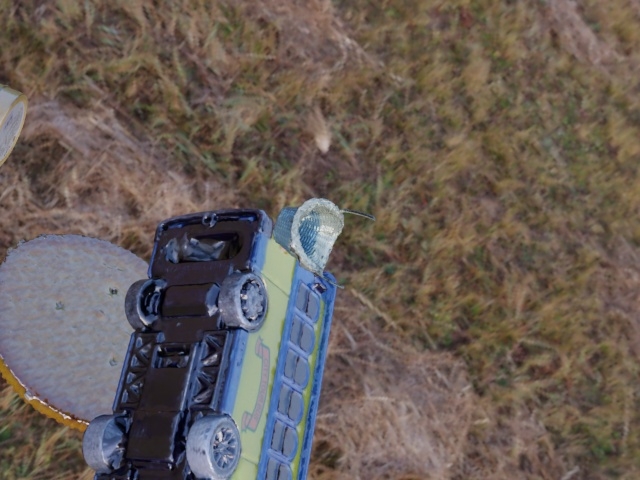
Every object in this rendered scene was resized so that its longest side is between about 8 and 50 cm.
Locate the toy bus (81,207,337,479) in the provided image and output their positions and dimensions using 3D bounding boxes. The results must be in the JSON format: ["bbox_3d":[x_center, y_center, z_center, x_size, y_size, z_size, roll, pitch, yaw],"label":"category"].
[{"bbox_3d":[-0.094,0.130,0.816,0.175,0.138,0.287,45,48,-50],"label":"toy bus"}]

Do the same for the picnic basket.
[{"bbox_3d":[0.000,0.000,0.731,0.065,0.083,0.083,-66,155,-12],"label":"picnic basket"}]

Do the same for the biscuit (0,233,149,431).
[{"bbox_3d":[-0.292,0.115,1.129,0.305,0.038,0.305,27,38,-23],"label":"biscuit"}]

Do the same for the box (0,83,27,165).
[{"bbox_3d":[-0.395,-0.138,1.063,0.037,0.105,0.105,23,42,-6],"label":"box"}]
